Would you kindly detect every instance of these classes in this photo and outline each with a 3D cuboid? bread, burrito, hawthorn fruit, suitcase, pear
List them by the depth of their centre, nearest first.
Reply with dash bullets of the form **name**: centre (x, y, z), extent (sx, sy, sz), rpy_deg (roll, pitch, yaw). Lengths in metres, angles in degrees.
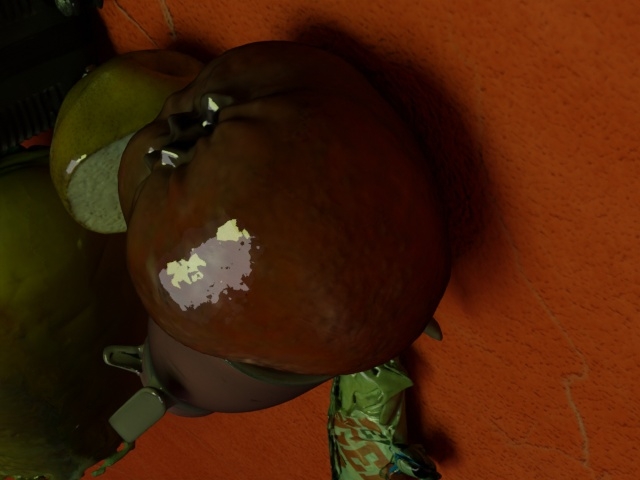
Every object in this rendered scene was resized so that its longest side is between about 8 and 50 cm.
- **hawthorn fruit**: centre (0.000, 0.000, 0.802), extent (0.251, 0.199, 0.199), rpy_deg (36, 161, -31)
- **pear**: centre (-0.128, -0.077, 0.924), extent (0.141, 0.141, 0.104), rpy_deg (89, 160, -51)
- **suitcase**: centre (-0.310, -0.142, 1.023), extent (0.312, 0.202, 0.128), rpy_deg (14, 127, 48)
- **burrito**: centre (0.053, 0.170, 1.055), extent (0.104, 0.054, 0.288), rpy_deg (32, 148, 27)
- **bread**: centre (-0.278, 0.071, 1.156), extent (0.251, 0.208, 0.377), rpy_deg (-2, 146, 2)

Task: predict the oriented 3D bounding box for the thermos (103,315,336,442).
- **thermos**: centre (-0.076, 0.074, 0.990), extent (0.146, 0.176, 0.265), rpy_deg (49, 151, 1)
